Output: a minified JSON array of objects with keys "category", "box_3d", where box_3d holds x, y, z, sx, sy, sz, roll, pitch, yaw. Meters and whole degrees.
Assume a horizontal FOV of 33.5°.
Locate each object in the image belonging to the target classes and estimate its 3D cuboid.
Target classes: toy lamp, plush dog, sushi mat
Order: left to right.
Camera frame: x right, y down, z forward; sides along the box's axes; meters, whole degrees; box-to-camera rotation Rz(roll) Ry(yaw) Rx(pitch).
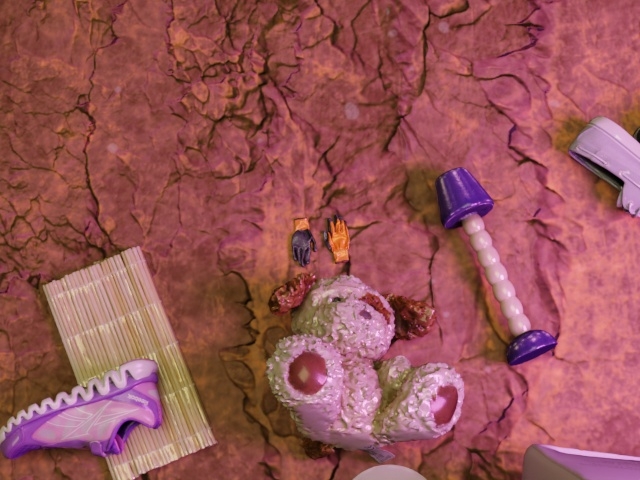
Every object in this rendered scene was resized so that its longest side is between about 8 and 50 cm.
[{"category":"sushi mat","box_3d":[-0.269,0.168,1.481,0.151,0.019,0.316,-25,72,0]},{"category":"plush dog","box_3d":[0.035,0.151,1.389,0.263,0.210,0.225,14,58,-18]},{"category":"toy lamp","box_3d":[0.230,0.029,1.432,0.080,0.080,0.274,-24,72,-1]}]

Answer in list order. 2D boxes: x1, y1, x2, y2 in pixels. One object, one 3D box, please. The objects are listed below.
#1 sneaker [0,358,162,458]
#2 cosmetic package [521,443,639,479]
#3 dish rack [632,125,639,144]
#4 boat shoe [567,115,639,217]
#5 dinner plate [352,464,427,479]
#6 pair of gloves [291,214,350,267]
[{"category":"sneaker","box_3d":[-0.311,0.246,1.409,0.236,0.095,0.104,-24,80,0]},{"category":"cosmetic package","box_3d":[0.378,0.442,1.095,0.330,0.327,0.393,8,87,-1]},{"category":"dish rack","box_3d":[0.587,-0.112,1.438,0.208,0.074,0.271,-37,74,-4]},{"category":"boat shoe","box_3d":[0.432,-0.072,1.445,0.081,0.079,0.227,-44,67,0]},{"category":"dinner plate","box_3d":[0.090,0.362,1.379,0.141,0.017,0.141,-2,71,6]},{"category":"pair of gloves","box_3d":[0.000,0.000,1.504,0.083,0.010,0.074,-6,73,6]}]
